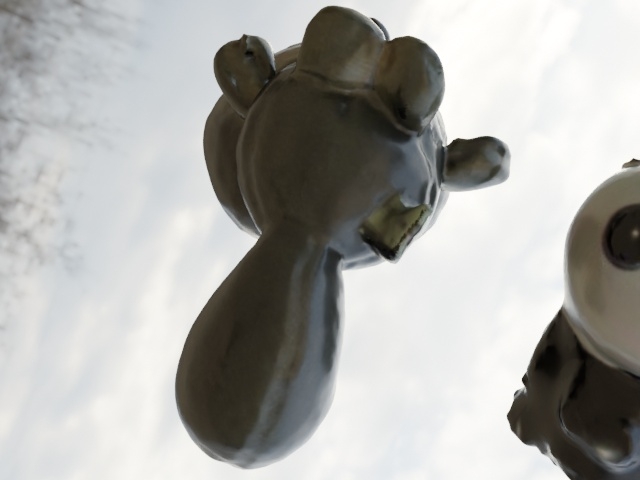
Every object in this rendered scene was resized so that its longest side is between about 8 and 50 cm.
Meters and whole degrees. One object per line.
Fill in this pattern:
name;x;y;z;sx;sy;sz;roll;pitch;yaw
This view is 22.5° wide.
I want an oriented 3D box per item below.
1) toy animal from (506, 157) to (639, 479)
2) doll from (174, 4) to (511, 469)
toy animal;0.284;0.073;1.289;0.212;0.212;0.267;-96;-164;-56
doll;-0.032;-0.016;1.362;0.379;0.252;0.382;-51;179;-6
